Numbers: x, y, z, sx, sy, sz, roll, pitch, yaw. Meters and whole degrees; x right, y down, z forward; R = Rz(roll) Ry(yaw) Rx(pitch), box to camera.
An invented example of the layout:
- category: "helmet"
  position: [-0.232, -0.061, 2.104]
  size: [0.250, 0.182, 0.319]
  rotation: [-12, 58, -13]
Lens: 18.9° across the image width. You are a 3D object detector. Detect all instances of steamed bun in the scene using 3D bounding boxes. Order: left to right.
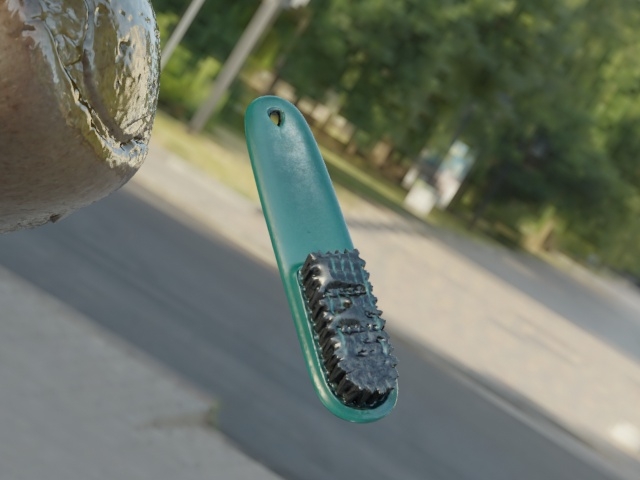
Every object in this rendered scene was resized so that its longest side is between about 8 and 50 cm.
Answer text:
- category: "steamed bun"
  position: [-0.242, -0.094, 1.359]
  size: [0.251, 0.199, 0.301]
  rotation: [3, 1, 11]

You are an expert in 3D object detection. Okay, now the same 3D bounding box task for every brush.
- category: "brush"
  position: [0.000, 0.000, 0.940]
  size: [0.043, 0.032, 0.193]
  rotation: [-4, 59, -21]
